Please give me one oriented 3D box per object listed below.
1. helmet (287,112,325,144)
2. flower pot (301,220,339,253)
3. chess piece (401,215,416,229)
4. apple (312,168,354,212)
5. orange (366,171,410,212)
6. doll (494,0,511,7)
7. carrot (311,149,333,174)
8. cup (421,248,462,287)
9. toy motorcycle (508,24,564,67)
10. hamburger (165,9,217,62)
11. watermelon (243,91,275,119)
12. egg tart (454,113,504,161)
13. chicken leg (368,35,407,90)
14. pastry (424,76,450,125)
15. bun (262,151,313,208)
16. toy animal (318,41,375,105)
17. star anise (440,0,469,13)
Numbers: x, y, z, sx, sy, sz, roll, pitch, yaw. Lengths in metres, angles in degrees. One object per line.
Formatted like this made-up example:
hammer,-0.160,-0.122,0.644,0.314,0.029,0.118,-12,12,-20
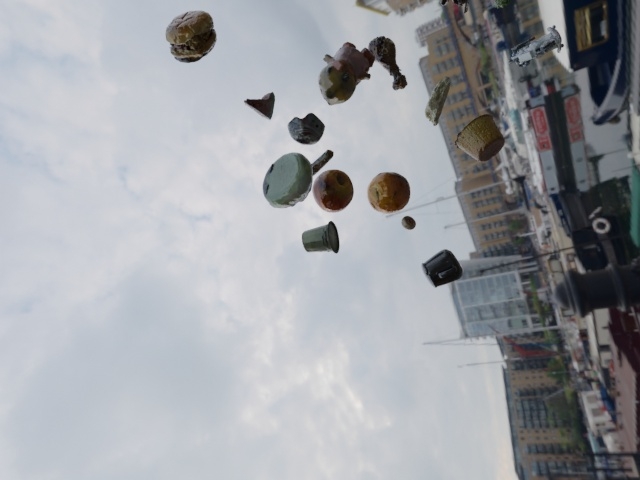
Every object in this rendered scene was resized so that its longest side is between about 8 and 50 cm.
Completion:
helmet,-0.066,-0.499,1.938,0.153,0.177,0.107,32,-129,-59
flower pot,0.000,0.000,2.663,0.212,0.203,0.212,-14,-90,-70
chess piece,0.479,-0.095,2.266,0.084,0.038,0.083,18,-133,-20
apple,0.042,-0.166,1.370,0.146,0.147,0.146,39,-136,-51
orange,0.383,-0.270,2.346,0.246,0.246,0.246,39,-136,-51
doll,0.800,-1.081,1.810,0.113,0.077,0.078,60,-144,-57
carrot,-0.010,-0.446,2.424,0.069,0.229,0.068,24,-131,-31
cup,0.611,0.146,2.092,0.169,0.177,0.223,63,-172,-1
toy motorcycle,0.837,-0.743,1.608,0.102,0.150,0.221,54,172,-16
hamburger,-0.597,-0.948,1.915,0.163,0.245,0.244,68,-159,-56
watermelon,-0.292,-0.625,1.979,0.158,0.098,0.121,-28,-64,-32
egg tart,0.776,-0.491,2.013,0.215,0.215,0.170,28,-152,-56
chicken leg,0.271,-0.700,1.642,0.087,0.107,0.251,-20,-102,-25
pastry,0.611,-0.721,2.178,0.258,0.089,0.121,-64,-26,-20
bun,-0.138,-0.279,2.051,0.187,0.293,0.293,32,-131,-47
toy animal,0.078,-0.606,1.532,0.169,0.196,0.281,107,-171,-47
star anise,0.521,-0.998,1.646,0.263,0.230,0.081,8,-95,-40
